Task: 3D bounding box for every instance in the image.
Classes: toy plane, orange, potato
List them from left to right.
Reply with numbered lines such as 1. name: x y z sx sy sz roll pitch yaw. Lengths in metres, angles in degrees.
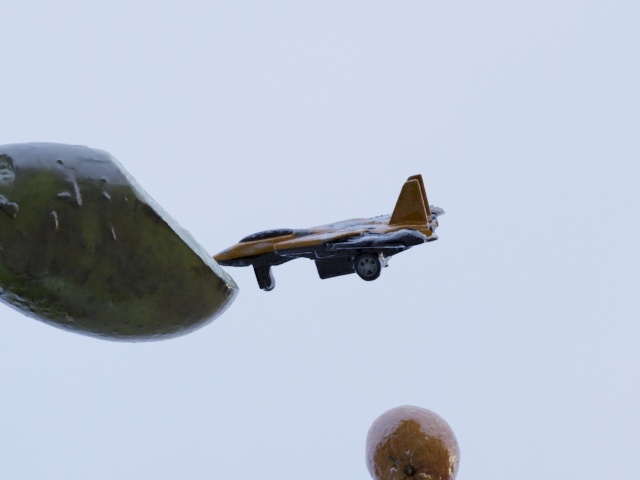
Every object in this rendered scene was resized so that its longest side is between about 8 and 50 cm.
1. potato: -0.220 0.004 0.731 0.298 0.141 0.176 21 -80 -20
2. toy plane: 0.004 0.012 0.988 0.316 0.204 0.103 -19 -81 16
3. orange: 0.125 0.295 1.035 0.135 0.117 0.136 -4 -105 15
